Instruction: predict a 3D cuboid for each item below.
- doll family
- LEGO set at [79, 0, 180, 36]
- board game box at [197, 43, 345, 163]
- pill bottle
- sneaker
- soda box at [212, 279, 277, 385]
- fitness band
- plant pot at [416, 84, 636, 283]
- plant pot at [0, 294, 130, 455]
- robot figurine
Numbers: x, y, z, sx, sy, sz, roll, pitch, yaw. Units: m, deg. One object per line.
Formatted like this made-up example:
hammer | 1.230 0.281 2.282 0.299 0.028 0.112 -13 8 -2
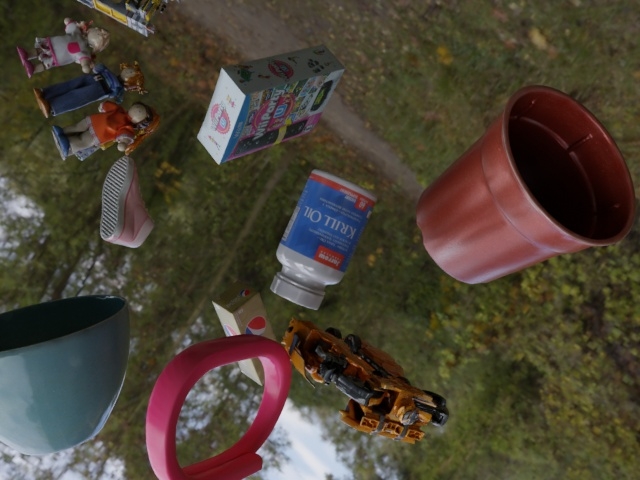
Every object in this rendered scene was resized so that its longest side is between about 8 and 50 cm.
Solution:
doll family | -0.335 -0.212 1.147 0.263 0.163 0.118 59 159 24
LEGO set | -0.332 -0.551 1.427 0.192 0.331 0.255 28 159 -5
board game box | -0.114 -0.318 1.753 0.097 0.303 0.224 51 140 18
pill bottle | 0.000 0.000 1.294 0.124 0.221 0.124 23 -179 -1
sneaker | -0.275 -0.051 1.097 0.051 0.134 0.070 -15 152 32
soda box | -0.119 0.158 1.280 0.058 0.061 0.181 25 143 40
fitness band | -0.136 0.239 1.068 0.054 0.208 0.291 9 -175 30
plant pot | 0.312 -0.066 1.239 0.272 0.272 0.265 36 142 -13
plant pot | -0.432 0.221 1.204 0.290 0.290 0.195 -154 52 -72
robot figurine | 0.060 0.206 1.125 0.211 0.085 0.291 21 -173 -27
